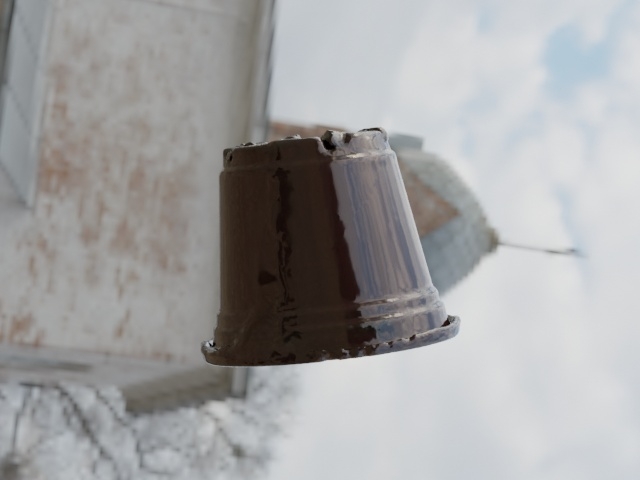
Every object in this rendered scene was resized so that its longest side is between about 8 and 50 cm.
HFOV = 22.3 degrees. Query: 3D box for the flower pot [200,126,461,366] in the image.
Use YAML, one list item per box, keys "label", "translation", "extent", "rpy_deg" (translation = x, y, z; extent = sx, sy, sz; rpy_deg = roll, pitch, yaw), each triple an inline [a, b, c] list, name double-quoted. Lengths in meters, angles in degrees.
- label: "flower pot"
  translation: [0.000, 0.000, 0.674]
  extent: [0.111, 0.111, 0.089]
  rpy_deg: [180, -97, -70]
